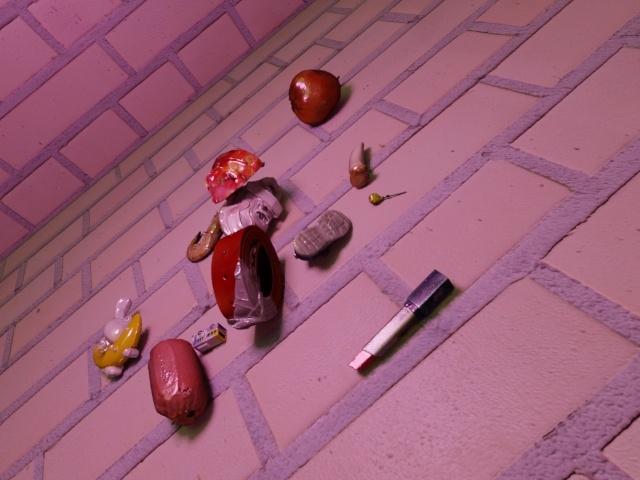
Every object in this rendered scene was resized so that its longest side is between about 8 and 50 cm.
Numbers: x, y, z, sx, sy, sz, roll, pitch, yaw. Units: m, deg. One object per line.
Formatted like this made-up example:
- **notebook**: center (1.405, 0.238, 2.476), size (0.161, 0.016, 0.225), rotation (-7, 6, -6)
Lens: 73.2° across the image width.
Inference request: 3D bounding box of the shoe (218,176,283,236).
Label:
- **shoe**: center (-0.243, -0.109, 1.566), size (0.198, 0.172, 0.351), rotation (-26, 41, 16)

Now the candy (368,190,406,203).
- **candy**: center (0.210, -0.140, 1.362), size (0.122, 0.035, 0.035), rotation (-10, 79, 19)

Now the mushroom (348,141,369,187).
- **mushroom**: center (0.133, -0.274, 1.511), size (0.071, 0.084, 0.209), rotation (-4, 44, 8)

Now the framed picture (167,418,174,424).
- **framed picture**: center (-0.434, 0.490, 1.271), size (0.089, 0.007, 0.066), rotation (21, 67, 47)

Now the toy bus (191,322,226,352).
- **toy bus**: center (-0.348, 0.307, 1.347), size (0.102, 0.052, 0.058), rotation (-29, 39, 10)

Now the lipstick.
- **lipstick**: center (0.191, 0.201, 1.033), size (0.312, 0.051, 0.051), rotation (-45, 40, -4)

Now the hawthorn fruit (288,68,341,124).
- **hawthorn fruit**: center (-0.012, -0.638, 1.871), size (0.260, 0.224, 0.224), rotation (-29, 38, -12)

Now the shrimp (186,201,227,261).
- **shrimp**: center (-0.458, -0.042, 1.768), size (0.169, 0.058, 0.296), rotation (2, 58, 42)

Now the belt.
- **belt**: center (-0.211, 0.114, 1.290), size (0.115, 0.227, 0.324), rotation (-23, 54, 23)

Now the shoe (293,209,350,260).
- **shoe**: center (-0.001, 0.000, 1.355), size (0.099, 0.126, 0.227), rotation (44, 55, 17)

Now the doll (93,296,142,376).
- **doll**: center (-0.723, 0.353, 1.550), size (0.252, 0.111, 0.237), rotation (28, 88, 48)

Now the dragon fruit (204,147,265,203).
- **dragon fruit**: center (-0.334, -0.227, 1.525), size (0.274, 0.126, 0.161), rotation (-23, 31, 40)

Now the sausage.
- **sausage**: center (-0.410, 0.393, 1.233), size (0.152, 0.152, 0.280), rotation (-39, 40, 0)
